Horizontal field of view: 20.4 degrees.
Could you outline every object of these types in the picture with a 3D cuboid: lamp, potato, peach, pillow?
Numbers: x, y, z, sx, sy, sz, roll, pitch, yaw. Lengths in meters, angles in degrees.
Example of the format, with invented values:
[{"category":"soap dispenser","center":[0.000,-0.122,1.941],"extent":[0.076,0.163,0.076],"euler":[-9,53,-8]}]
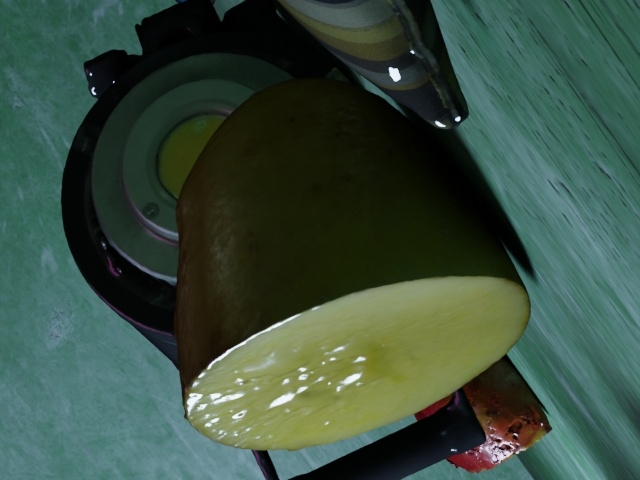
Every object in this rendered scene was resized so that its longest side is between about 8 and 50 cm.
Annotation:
[{"category":"lamp","center":[-0.039,0.003,1.150],"extent":[0.272,0.205,0.374],"euler":[12,-127,-85]},{"category":"potato","center":[0.000,0.000,0.878],"extent":[0.203,0.178,0.158],"euler":[30,-142,-57]},{"category":"peach","center":[0.127,0.139,1.496],"extent":[0.127,0.092,0.172],"euler":[58,180,-28]},{"category":"pillow","center":[-0.045,-0.150,0.533],"extent":[0.208,0.052,0.212],"euler":[49,177,42]}]

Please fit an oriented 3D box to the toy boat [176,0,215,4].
[{"category":"toy boat","center":[-0.128,-0.254,1.522],"extent":[0.137,0.060,0.061],"euler":[56,155,36]}]
